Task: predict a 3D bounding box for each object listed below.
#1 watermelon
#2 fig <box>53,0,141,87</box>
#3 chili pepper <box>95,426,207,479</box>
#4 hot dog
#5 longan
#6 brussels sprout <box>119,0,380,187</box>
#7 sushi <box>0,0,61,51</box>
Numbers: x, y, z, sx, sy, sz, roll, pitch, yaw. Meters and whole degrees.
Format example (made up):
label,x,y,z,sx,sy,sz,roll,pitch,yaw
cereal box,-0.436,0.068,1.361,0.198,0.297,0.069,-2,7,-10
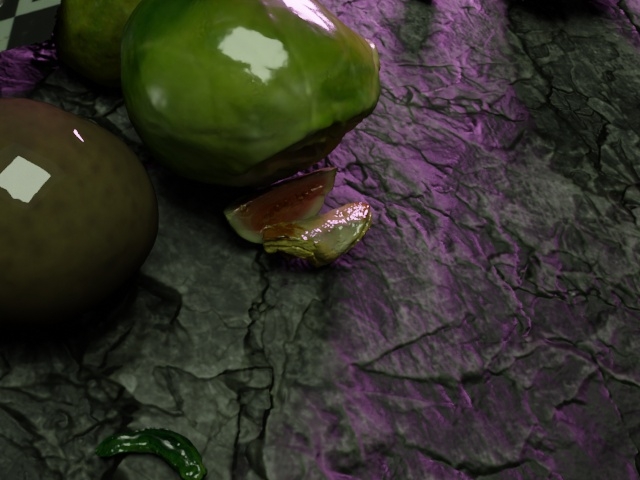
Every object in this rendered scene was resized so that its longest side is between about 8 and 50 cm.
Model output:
label,x,y,z,sx,sy,sz,roll,pitch,yaw
watermelon,-0.052,-0.036,1.094,0.163,0.087,0.069,-25,100,-22
fig,-0.260,-0.319,1.169,0.167,0.234,0.167,34,13,-9
chili pepper,-0.171,0.216,0.906,0.117,0.035,0.055,19,36,-4
hot dog,-0.001,0.001,1.078,0.168,0.061,0.078,-16,29,-31
longan,-0.305,-0.032,0.922,0.257,0.258,0.258,6,54,-9
brussels sprout,-0.090,-0.192,1.070,0.344,0.268,0.344,24,18,-8
sushi,-0.480,-0.398,1.153,0.296,0.100,0.373,-9,54,14
